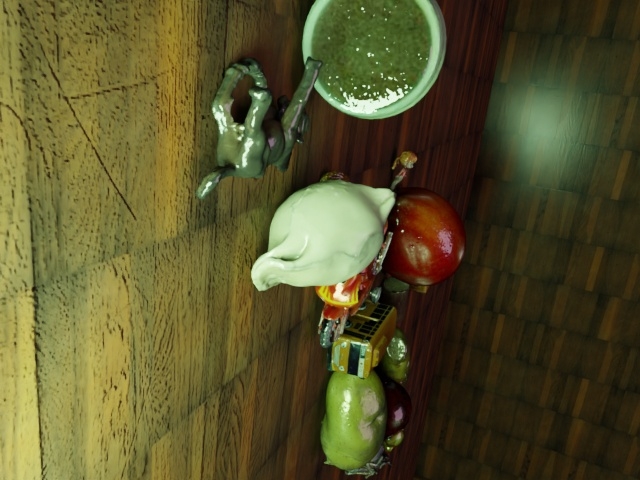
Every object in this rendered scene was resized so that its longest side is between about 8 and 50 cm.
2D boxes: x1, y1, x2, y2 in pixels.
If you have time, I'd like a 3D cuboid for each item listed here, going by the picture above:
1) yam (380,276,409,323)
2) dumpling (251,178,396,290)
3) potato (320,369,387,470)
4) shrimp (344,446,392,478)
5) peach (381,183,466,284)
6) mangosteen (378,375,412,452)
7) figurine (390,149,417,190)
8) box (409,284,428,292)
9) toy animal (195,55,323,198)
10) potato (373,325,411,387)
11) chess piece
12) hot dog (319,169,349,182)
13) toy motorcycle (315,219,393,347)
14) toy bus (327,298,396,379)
[{"bbox_3d":[0.209,0.171,1.509,0.084,0.084,0.127,-50,147,-49],"label":"yam"},{"bbox_3d":[0.000,0.000,0.793,0.258,0.147,0.193,-32,172,-31],"label":"dumpling"},{"bbox_3d":[0.076,0.400,1.231,0.169,0.144,0.248,-21,113,-61],"label":"potato"},{"bbox_3d":[0.138,0.628,1.559,0.343,0.117,0.145,51,55,-56],"label":"shrimp"},{"bbox_3d":[0.282,-0.013,1.399,0.361,0.201,0.257,59,49,-65],"label":"peach"},{"bbox_3d":[0.154,0.453,1.387,0.200,0.200,0.199,13,90,-69],"label":"mangosteen"},{"bbox_3d":[0.198,-0.174,1.324,0.109,0.047,0.064,-64,174,30],"label":"figurine"},{"bbox_3d":[0.359,0.017,1.807,0.174,0.076,0.274,-43,141,-53],"label":"box"},{"bbox_3d":[-0.062,-0.130,0.624,0.232,0.085,0.148,-53,151,-53],"label":"toy animal"},{"bbox_3d":[0.192,0.335,1.498,0.149,0.113,0.251,-109,-171,-47],"label":"potato"},{"bbox_3d":[0.100,-0.295,0.826,0.299,0.195,0.194,-47,146,-67],"label":"chess piece"},{"bbox_3d":[0.026,-0.091,0.939,0.058,0.035,0.083,-70,159,-6],"label":"hot dog"},{"bbox_3d":[0.068,0.072,1.070,0.171,0.089,0.298,82,29,-42],"label":"toy motorcycle"},{"bbox_3d":[0.097,0.218,1.199,0.201,0.114,0.098,-37,135,-59],"label":"toy bus"}]
